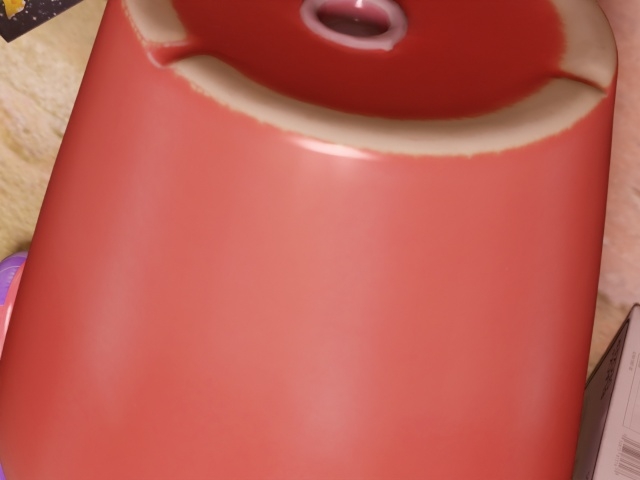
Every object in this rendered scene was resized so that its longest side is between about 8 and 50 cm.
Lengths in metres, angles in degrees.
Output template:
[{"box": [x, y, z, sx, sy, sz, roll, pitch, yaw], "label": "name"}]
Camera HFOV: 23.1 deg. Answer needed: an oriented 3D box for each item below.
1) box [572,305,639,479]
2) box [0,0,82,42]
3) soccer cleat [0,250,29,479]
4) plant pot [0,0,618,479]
[{"box": [0.136, 0.195, 0.830, 0.087, 0.169, 0.290, 24, 132, 2], "label": "box"}, {"box": [-0.107, -0.201, 0.693, 0.233, 0.044, 0.159, -21, 116, 37], "label": "box"}, {"box": [-0.202, 0.098, 0.969, 0.095, 0.083, 0.248, 21, 136, 14], "label": "soccer cleat"}, {"box": [0.000, 0.000, 0.667, 0.275, 0.275, 0.243, 19, 130, 10], "label": "plant pot"}]
